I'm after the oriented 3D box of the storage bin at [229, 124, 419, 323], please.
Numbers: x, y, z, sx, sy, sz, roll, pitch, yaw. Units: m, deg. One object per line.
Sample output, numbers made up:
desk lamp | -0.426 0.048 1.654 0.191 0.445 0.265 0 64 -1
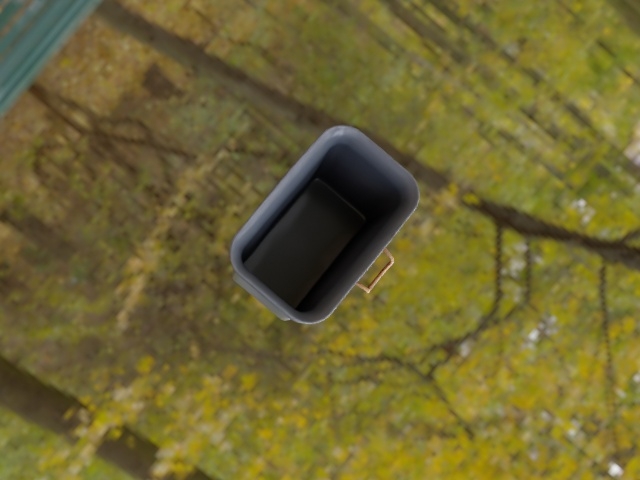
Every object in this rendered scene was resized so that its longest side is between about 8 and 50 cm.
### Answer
storage bin | 0.000 0.000 1.040 0.135 0.098 0.091 -51 -178 -16
